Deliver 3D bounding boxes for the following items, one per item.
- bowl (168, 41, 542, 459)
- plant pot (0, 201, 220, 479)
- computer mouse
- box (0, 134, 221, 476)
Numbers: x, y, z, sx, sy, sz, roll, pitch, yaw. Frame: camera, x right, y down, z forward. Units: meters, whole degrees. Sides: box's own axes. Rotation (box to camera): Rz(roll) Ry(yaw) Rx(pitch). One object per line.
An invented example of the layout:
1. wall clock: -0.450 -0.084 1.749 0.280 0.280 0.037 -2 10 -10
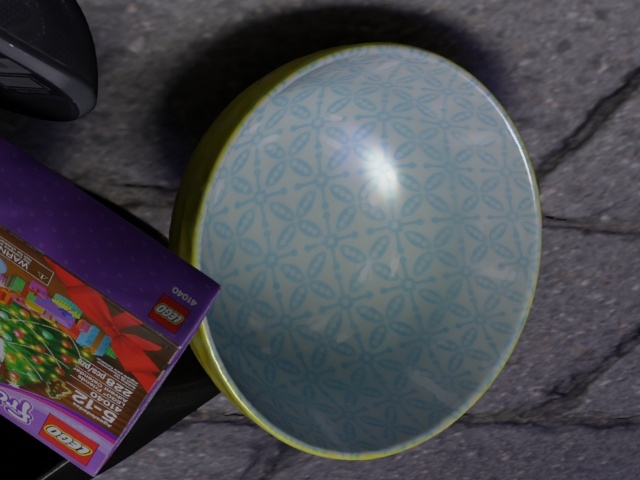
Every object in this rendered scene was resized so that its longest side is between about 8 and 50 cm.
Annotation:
1. bowl: 0.000 0.000 1.266 0.289 0.289 0.156 4 -175 -33
2. plant pot: -0.181 0.086 1.329 0.188 0.187 0.167 -36 159 26
3. computer mouse: -0.217 -0.152 0.993 0.188 0.072 0.272 7 162 34
4. box: -0.223 0.011 1.098 0.293 0.057 0.201 34 144 -1
